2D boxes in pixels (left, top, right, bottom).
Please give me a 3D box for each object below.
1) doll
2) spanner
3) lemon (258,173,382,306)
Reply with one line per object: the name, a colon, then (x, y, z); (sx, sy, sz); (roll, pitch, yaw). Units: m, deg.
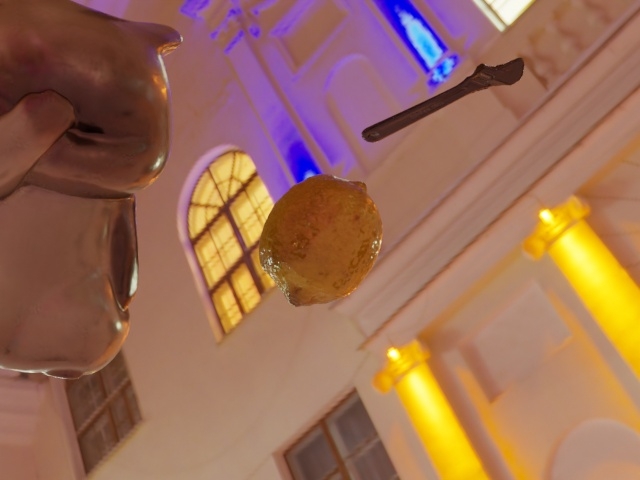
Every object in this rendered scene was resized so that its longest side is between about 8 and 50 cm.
doll: (-0.254, -0.037, 0.792); (0.215, 0.226, 0.370); (14, -77, -15)
spanner: (0.137, -0.157, 1.004); (0.209, 0.012, 0.046); (-24, -37, 28)
lemon: (0.001, -0.003, 1.307); (0.181, 0.180, 0.193); (6, -68, -36)
